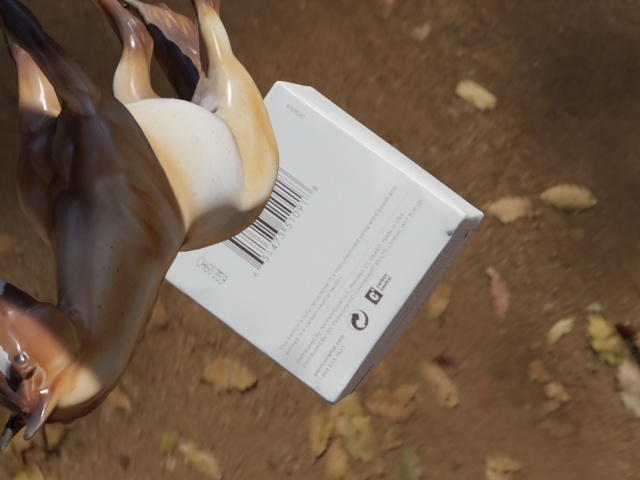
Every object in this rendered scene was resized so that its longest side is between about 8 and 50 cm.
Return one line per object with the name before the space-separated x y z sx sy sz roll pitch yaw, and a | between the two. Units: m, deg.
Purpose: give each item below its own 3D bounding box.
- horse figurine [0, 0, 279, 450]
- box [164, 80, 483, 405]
horse figurine | -0.072 -0.047 0.637 0.066 0.263 0.174 -21 95 18
box | 0.000 0.000 1.335 0.182 0.119 0.181 36 99 8
